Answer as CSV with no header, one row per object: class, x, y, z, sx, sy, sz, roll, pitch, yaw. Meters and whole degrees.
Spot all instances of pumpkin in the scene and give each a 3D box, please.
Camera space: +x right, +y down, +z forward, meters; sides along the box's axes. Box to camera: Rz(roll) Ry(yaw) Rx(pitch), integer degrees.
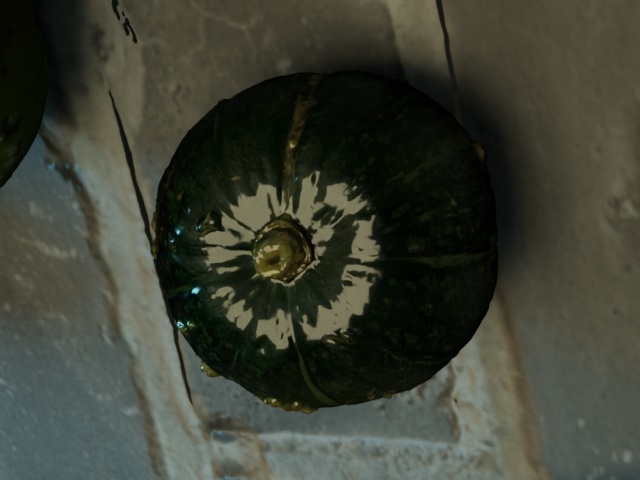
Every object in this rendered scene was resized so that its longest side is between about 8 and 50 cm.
pumpkin,0.002,0.000,0.954,0.190,0.146,0.190,13,110,37

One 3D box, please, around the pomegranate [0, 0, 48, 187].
pomegranate,-0.294,-0.120,1.042,0.302,0.236,0.236,42,133,33
